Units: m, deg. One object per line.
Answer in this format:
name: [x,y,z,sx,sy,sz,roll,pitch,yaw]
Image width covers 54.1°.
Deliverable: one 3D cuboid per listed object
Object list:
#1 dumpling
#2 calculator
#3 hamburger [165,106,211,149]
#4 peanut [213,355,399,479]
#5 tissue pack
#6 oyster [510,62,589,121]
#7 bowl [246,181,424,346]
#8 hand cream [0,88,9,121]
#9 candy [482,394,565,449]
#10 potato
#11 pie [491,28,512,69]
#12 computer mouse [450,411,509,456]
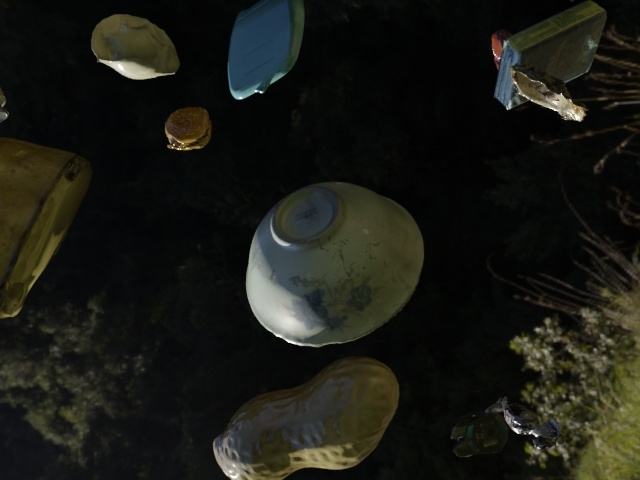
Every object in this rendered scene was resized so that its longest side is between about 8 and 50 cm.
dumpling: [-0.484,-0.517,1.662,0.126,0.216,0.166,162,109,-78]
calculator: [-0.153,-0.547,1.712,0.054,0.256,0.386,35,-137,-45]
hamburger: [-0.408,-0.345,1.928,0.083,0.138,0.147,71,-164,-52]
peanut: [-0.017,0.231,0.771,0.125,0.274,0.111,50,-152,-25]
tissue pack: [0.555,-0.454,1.531,0.081,0.257,0.185,56,166,31]
oyster: [0.432,-0.289,1.195,0.177,0.105,0.056,42,103,38]
bowl: [0.000,0.000,1.006,0.146,0.313,0.313,62,-167,-51]
hand cream: [-0.690,-0.353,1.217,0.095,0.059,0.276,-34,83,34]
candy: [0.430,0.386,1.340,0.226,0.094,0.051,-158,59,-73]
potato: [-0.513,-0.043,0.960,0.285,0.242,0.242,-63,9,0]
pie: [0.526,-0.500,1.744,0.182,0.050,0.182,-21,-90,-80]
computer mouse: [0.307,0.380,1.227,0.047,0.135,0.079,154,106,-66]
